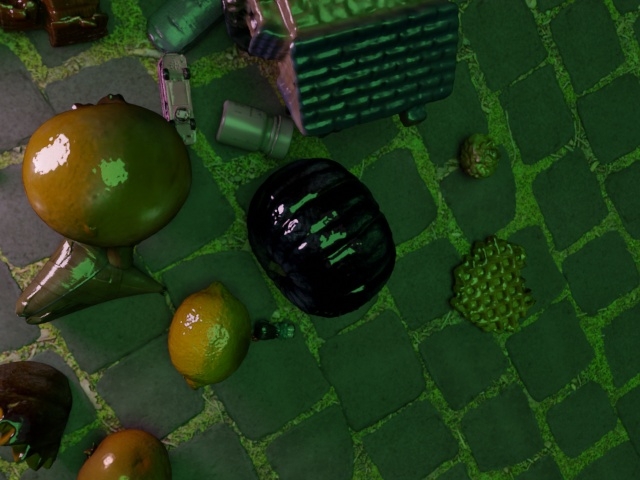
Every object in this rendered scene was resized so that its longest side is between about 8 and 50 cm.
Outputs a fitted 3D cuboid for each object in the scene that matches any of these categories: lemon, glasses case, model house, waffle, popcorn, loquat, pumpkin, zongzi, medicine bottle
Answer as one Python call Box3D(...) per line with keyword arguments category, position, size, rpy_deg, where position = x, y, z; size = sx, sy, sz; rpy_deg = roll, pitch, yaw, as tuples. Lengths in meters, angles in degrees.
Box3D(category="lemon", position=(-0.253, 0.220, 1.324), size=(0.188, 0.188, 0.257), rpy_deg=(11, 94, -16))
Box3D(category="glasses case", position=(-0.276, -0.538, 1.327), size=(0.109, 0.067, 0.282), rpy_deg=(46, 80, -9))
Box3D(category="model house", position=(0.023, -0.388, 1.211), size=(0.394, 0.445, 0.400), rpy_deg=(-22, 94, -14))
Box3D(category="waffle", position=(0.490, 0.124, 1.599), size=(0.290, 0.051, 0.291), rpy_deg=(-2, 96, -14))
Box3D(category="model house", position=(-0.566, -0.495, 1.188), size=(0.199, 0.220, 0.229), rpy_deg=(-29, 146, -20))
Box3D(category="popcorn", position=(0.428, -0.222, 1.530), size=(0.106, 0.116, 0.121), rpy_deg=(3, 51, -24))
Box3D(category="loquat", position=(-0.437, 0.530, 1.287), size=(0.207, 0.208, 0.208), rpy_deg=(-1, 94, -16))
Box3D(category="pumpkin", position=(0.000, 0.000, 1.292), size=(0.266, 0.363, 0.364), rpy_deg=(-32, 102, -20))
Box3D(category="loquat", position=(-0.427, -0.114, 1.182), size=(0.328, 0.328, 0.360), rpy_deg=(-4, 103, -16))
Box3D(category="pumpkin", position=(-0.619, 0.371, 1.257), size=(0.149, 0.130, 0.254), rpy_deg=(-37, 101, -10))
Box3D(category="zongzi", position=(-0.508, 0.125, 1.291), size=(0.256, 0.115, 0.228), rpy_deg=(38, 85, -24))
Box3D(category="medicine bottle", position=(-0.155, -0.259, 1.362), size=(0.168, 0.105, 0.105), rpy_deg=(14, 90, -16))

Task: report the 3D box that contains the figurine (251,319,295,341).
Box3D(category="figurine", position=(-0.117, 0.228, 1.437), size=(0.105, 0.047, 0.060), rpy_deg=(7, 122, -24))

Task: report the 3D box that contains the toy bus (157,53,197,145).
Box3D(category="toy bus", position=(-0.326, -0.315, 1.315), size=(0.063, 0.090, 0.203), rpy_deg=(-9, 95, -26))
